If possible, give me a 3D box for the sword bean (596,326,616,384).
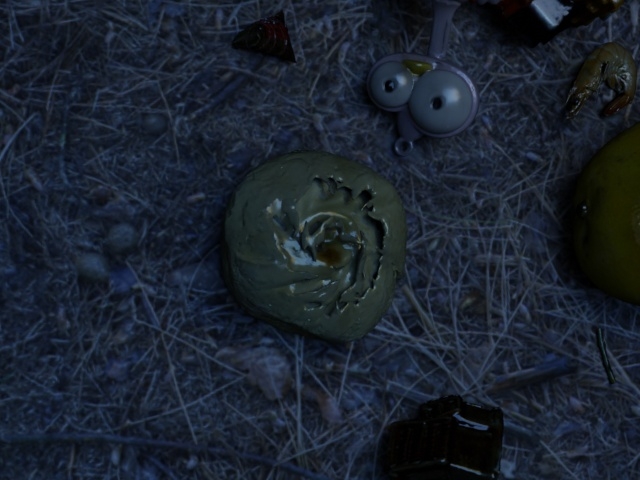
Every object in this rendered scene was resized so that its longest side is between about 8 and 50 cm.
[{"bbox_3d":[0.407,0.165,1.587,0.012,0.012,0.083,-14,88,-18],"label":"sword bean"}]

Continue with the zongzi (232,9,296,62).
[{"bbox_3d":[-0.066,-0.282,1.491,0.083,0.067,0.073,16,66,-33],"label":"zongzi"}]

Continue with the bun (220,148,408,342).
[{"bbox_3d":[0.000,0.000,1.414,0.259,0.152,0.259,2,83,-15],"label":"bun"}]

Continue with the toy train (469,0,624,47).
[{"bbox_3d":[0.264,-0.434,1.552,0.231,0.163,0.369,-42,95,-5],"label":"toy train"}]

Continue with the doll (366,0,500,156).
[{"bbox_3d":[0.156,-0.283,1.470,0.160,0.094,0.365,16,109,7],"label":"doll"}]

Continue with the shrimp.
[{"bbox_3d":[0.412,-0.220,1.634,0.095,0.045,0.162,49,66,-27],"label":"shrimp"}]

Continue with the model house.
[{"bbox_3d":[0.160,0.279,1.461,0.152,0.106,0.165,18,42,-2],"label":"model house"}]

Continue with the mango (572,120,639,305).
[{"bbox_3d":[0.510,-0.060,1.555,0.365,0.182,0.253,-34,89,-14],"label":"mango"}]
